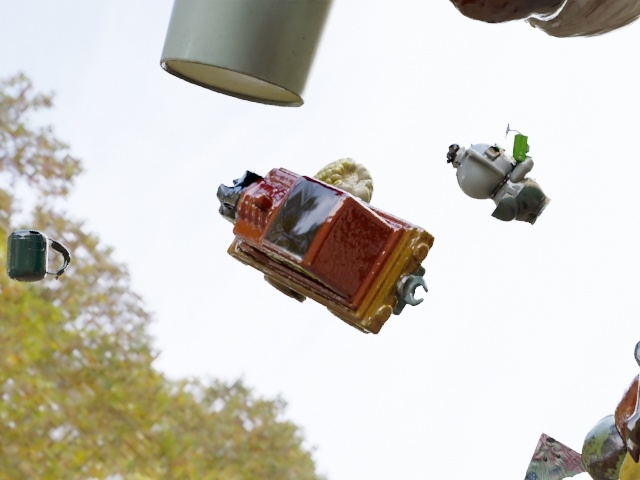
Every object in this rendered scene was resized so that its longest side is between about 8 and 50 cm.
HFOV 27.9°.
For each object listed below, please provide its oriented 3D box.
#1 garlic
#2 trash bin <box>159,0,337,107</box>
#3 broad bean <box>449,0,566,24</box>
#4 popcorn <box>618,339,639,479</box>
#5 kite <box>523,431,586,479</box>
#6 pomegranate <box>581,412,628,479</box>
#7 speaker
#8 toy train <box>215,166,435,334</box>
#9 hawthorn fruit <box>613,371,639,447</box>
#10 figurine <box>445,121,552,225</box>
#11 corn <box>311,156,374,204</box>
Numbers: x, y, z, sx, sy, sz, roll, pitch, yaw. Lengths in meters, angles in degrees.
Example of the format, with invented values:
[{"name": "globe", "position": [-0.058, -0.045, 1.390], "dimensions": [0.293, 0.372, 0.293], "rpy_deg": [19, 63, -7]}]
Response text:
[{"name": "garlic", "position": [0.457, -0.483, 2.292], "dimensions": [0.259, 0.317, 0.317], "rpy_deg": [-54, -27, 5]}, {"name": "trash bin", "position": [-0.085, -0.452, 2.067], "dimensions": [0.280, 0.280, 0.431], "rpy_deg": [22, -98, -62]}, {"name": "broad bean", "position": [0.285, -0.369, 1.837], "dimensions": [0.229, 0.122, 0.156], "rpy_deg": [-3, -36, -32]}, {"name": "popcorn", "position": [0.458, 0.254, 1.375], "dimensions": [0.349, 0.381, 0.349], "rpy_deg": [-39, -9, -7]}, {"name": "kite", "position": [0.378, 0.377, 2.046], "dimensions": [0.139, 0.156, 0.011], "rpy_deg": [-14, -10, -8]}, {"name": "pomegranate", "position": [0.465, 0.323, 1.889], "dimensions": [0.125, 0.163, 0.138], "rpy_deg": [-52, -16, 8]}, {"name": "speaker", "position": [-0.422, 0.025, 1.934], "dimensions": [0.095, 0.075, 0.060], "rpy_deg": [2, -11, -13]}, {"name": "toy train", "position": [0.000, 0.000, 1.775], "dimensions": [0.232, 0.369, 0.163], "rpy_deg": [39, -99, -44]}, {"name": "hawthorn fruit", "position": [0.487, 0.250, 1.761], "dimensions": [0.148, 0.172, 0.148], "rpy_deg": [-23, -42, -23]}, {"name": "figurine", "position": [0.293, -0.103, 2.154], "dimensions": [0.126, 0.192, 0.147], "rpy_deg": [-54, -7, -27]}, {"name": "corn", "position": [0.003, -0.055, 2.521], "dimensions": [0.122, 0.123, 0.305], "rpy_deg": [-15, -15, -30]}]
